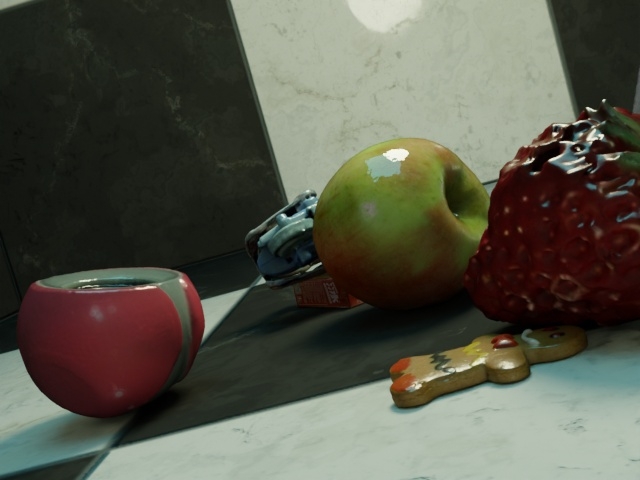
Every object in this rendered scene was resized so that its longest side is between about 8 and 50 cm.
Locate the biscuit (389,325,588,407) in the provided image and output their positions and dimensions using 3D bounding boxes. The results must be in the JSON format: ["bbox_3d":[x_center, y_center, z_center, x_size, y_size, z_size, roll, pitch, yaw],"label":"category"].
[{"bbox_3d":[0.205,0.143,1.044,0.250,0.036,0.165,-15,6,4],"label":"biscuit"}]

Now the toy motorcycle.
[{"bbox_3d":[-0.010,-0.022,1.813,0.319,0.182,0.241,-22,8,-31],"label":"toy motorcycle"}]

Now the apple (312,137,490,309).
[{"bbox_3d":[0.144,-0.023,1.525,0.277,0.319,0.319,-28,-3,37],"label":"apple"}]

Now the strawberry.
[{"bbox_3d":[0.345,0.005,1.106,0.345,0.295,0.317,-53,-1,38],"label":"strawberry"}]

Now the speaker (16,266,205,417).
[{"bbox_3d":[-0.333,0.143,1.367,0.294,0.294,0.294,-16,5,1],"label":"speaker"}]

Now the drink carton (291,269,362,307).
[{"bbox_3d":[0.034,0.099,1.814,0.096,0.071,0.223,-19,7,-31],"label":"drink carton"}]

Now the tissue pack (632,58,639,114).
[{"bbox_3d":[0.888,-0.319,1.994,0.124,0.394,0.288,21,-14,-31],"label":"tissue pack"}]
